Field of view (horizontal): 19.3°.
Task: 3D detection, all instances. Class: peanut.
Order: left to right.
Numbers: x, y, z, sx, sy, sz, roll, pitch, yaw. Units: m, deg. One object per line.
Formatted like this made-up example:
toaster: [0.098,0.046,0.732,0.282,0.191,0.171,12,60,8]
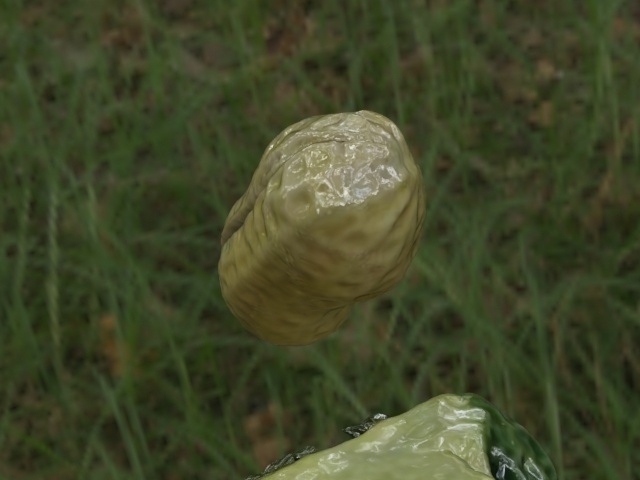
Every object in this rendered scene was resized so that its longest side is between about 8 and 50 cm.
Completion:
peanut: [0.000,0.000,0.818,0.080,0.174,0.080,6,68,-15]

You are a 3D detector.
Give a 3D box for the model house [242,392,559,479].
model house: [0.081,0.255,0.852,0.261,0.321,0.266,-25,19,-17]
